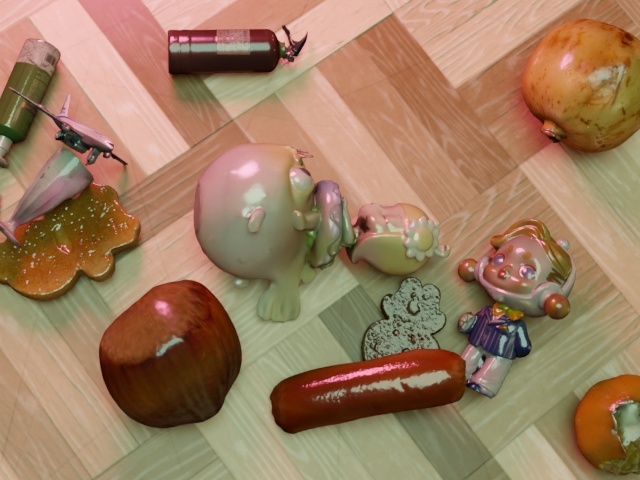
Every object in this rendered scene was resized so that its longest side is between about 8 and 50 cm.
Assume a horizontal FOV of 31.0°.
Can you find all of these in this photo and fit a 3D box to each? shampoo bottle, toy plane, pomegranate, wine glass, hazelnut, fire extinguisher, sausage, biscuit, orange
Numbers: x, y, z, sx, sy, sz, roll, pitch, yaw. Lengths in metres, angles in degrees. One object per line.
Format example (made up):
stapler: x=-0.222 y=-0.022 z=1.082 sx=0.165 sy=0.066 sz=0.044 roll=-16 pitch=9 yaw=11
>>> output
shampoo bottle: x=-0.467 y=-0.212 z=1.796 sx=0.065 sy=0.065 sz=0.204 roll=19 pitch=73 yaw=-1
toy plane: x=-0.358 y=-0.160 z=1.718 sx=0.226 sy=0.226 sz=0.058 roll=35 pitch=95 yaw=-38
pomegranate: x=0.426 y=-0.238 z=1.837 sx=0.215 sy=0.215 sz=0.215 roll=2 pitch=75 yaw=-6
wine glass: x=-0.417 y=-0.063 z=1.731 sx=0.073 sy=0.073 sz=0.155 roll=41 pitch=76 yaw=5
hazelnut: x=-0.207 y=0.164 z=1.663 sx=0.210 sy=0.186 sz=0.210 roll=5 pitch=57 yaw=-8
fire extinguisher: x=-0.131 y=-0.314 z=1.860 sx=0.231 sy=0.071 sz=0.099 roll=-4 pitch=48 yaw=-8
sausage: x=0.071 y=0.221 z=1.709 sx=0.300 sy=0.083 sz=0.089 roll=-12 pitch=93 yaw=2
biscuit: x=0.133 y=0.146 z=1.784 sx=0.124 sy=0.026 sz=0.175 roll=22 pitch=76 yaw=1
orange: x=0.458 y=0.277 z=1.732 sx=0.156 sy=0.134 sz=0.157 roll=-2 pitch=73 yaw=7
biscuit: x=-0.388 y=0.009 z=1.758 sx=0.225 sy=0.036 sz=0.166 roll=-37 pitch=75 yaw=-13

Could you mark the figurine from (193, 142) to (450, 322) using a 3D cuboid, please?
figurine: x=0.000 y=0.000 z=1.755 sx=0.394 sy=0.226 sz=0.275 roll=7 pitch=105 yaw=-16

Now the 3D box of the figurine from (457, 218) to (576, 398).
figurine: x=0.298 y=0.109 z=1.760 sx=0.194 sy=0.133 sz=0.274 roll=-4 pitch=66 yaw=37
